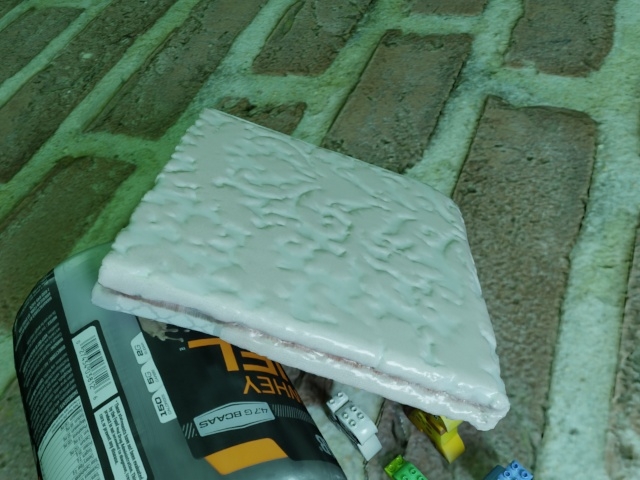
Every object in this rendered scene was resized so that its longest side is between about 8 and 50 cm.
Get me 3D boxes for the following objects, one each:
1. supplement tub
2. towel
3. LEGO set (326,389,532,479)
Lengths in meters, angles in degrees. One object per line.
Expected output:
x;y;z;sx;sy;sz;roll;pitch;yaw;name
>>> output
-0.110;0.169;0.484;0.207;0.207;0.338;-28;51;-11;supplement tub
0.000;0.000;0.564;0.317;0.053;0.331;19;31;-6;towel
0.101;0.179;0.500;0.087;0.093;0.227;-37;52;-18;LEGO set
